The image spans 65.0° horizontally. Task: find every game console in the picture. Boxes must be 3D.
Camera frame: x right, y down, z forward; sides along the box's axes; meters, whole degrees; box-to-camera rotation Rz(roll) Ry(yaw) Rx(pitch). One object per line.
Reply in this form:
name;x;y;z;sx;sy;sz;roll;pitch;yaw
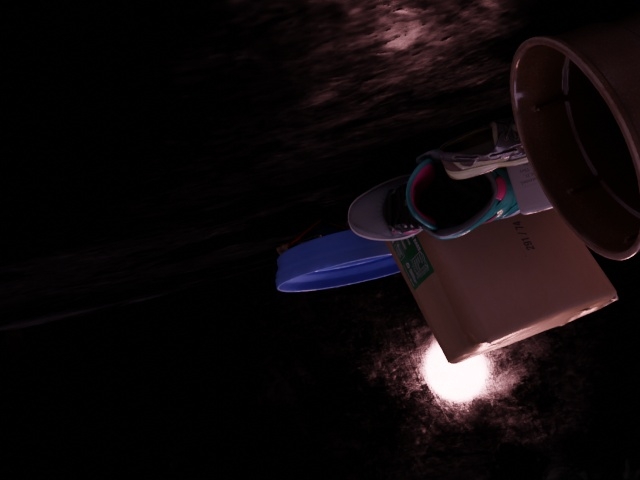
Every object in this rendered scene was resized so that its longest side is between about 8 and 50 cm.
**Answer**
game console;0.000;0.000;1.191;0.124;0.085;0.144;-41;-177;-15

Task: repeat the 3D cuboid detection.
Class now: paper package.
paper package;0.317;0.031;0.949;0.310;0.324;0.168;-14;156;-22

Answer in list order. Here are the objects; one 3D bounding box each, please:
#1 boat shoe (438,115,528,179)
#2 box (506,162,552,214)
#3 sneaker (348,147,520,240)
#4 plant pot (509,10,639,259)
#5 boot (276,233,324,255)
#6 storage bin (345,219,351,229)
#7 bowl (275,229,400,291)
boat shoe;0.213;-0.117;0.589;0.152;0.056;0.049;-23;141;28
box;0.355;-0.119;0.641;0.182;0.118;0.181;-18;176;43
sneaker;0.143;-0.054;0.735;0.296;0.123;0.179;-12;175;31
plant pot;0.248;-0.094;0.347;0.165;0.166;0.167;-23;176;5
boot;-0.042;0.010;1.560;0.106;0.082;0.219;-41;161;24
storage bin;0.135;-0.032;1.377;0.135;0.098;0.091;-15;-173;-7
bowl;0.079;0.045;1.224;0.392;0.077;0.391;-12;168;-2
